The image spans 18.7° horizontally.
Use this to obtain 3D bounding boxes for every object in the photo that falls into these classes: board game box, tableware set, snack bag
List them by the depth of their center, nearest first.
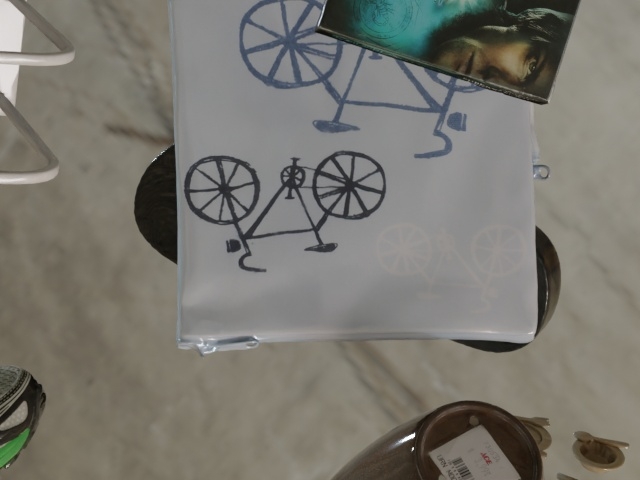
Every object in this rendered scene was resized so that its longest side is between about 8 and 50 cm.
[{"bbox_3d":[0.084,-0.175,0.987,0.126,0.186,0.026,17,179,-5],"label":"board game box"},{"bbox_3d":[0.034,-0.071,1.660,0.323,0.342,0.037,-1,170,-6],"label":"snack bag"},{"bbox_3d":[0.232,0.224,1.942,0.141,0.020,0.168,16,-152,8],"label":"tableware set"}]

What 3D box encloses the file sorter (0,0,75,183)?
[{"bbox_3d":[-0.227,-0.185,1.042,0.193,0.277,0.173,1,-161,-24],"label":"file sorter"}]

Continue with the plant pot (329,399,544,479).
[{"bbox_3d":[0.102,0.236,1.640,0.215,0.230,0.215,6,-123,-10],"label":"plant pot"}]

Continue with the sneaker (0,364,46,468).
[{"bbox_3d":[-0.376,0.125,1.442,0.344,0.146,0.134,-3,-158,-2],"label":"sneaker"}]

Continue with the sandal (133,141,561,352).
[{"bbox_3d":[0.001,-0.002,1.794,0.446,0.167,0.107,13,-154,28],"label":"sandal"}]
